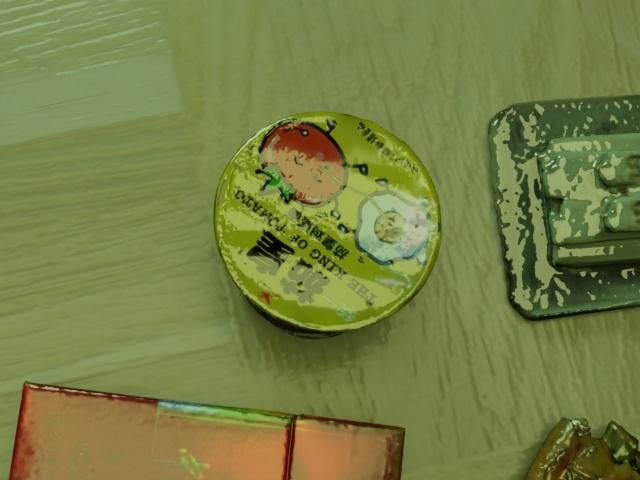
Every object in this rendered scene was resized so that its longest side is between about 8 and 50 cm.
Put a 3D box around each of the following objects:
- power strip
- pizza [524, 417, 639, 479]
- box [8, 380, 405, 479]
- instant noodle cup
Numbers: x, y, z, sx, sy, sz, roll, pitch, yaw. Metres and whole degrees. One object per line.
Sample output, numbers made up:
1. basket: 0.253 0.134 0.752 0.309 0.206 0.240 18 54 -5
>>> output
1. power strip: 0.263 -0.040 1.231 0.213 0.064 0.198 -7 80 -7
2. pizza: 0.259 0.257 1.163 0.226 0.069 0.147 45 76 5
3. box: -0.097 0.234 1.127 0.313 0.089 0.197 7 76 -4
4. instant noodle cup: 0.000 0.000 1.158 0.182 0.144 0.182 1 76 -5
